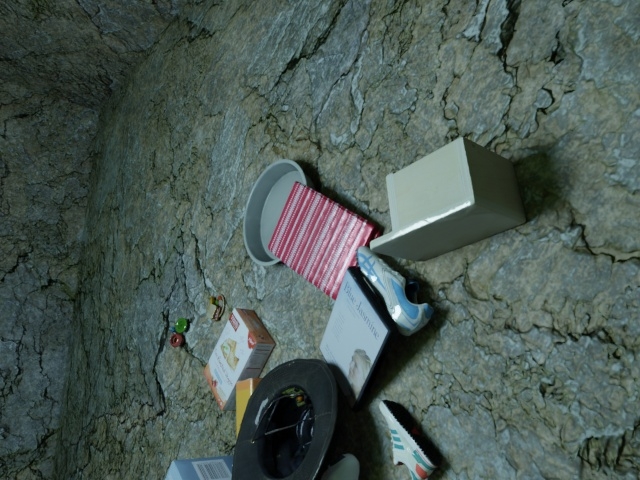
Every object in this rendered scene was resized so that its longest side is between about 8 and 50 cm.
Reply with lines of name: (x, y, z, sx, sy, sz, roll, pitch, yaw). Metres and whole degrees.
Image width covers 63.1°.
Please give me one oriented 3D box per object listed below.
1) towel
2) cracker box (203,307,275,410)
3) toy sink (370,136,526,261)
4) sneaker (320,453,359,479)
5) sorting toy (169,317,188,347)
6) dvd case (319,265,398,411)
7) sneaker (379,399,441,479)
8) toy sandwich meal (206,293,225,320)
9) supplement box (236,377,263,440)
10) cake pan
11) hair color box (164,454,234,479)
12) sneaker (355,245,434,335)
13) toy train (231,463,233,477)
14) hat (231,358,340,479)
towel: (0.000, 0.000, 1.221, 0.275, 0.031, 0.198, 34, 106, 36)
cracker box: (-0.226, 0.322, 1.421, 0.156, 0.067, 0.232, 45, 113, 47)
toy sink: (0.211, -0.065, 0.933, 0.234, 0.153, 0.131, -28, 59, 45)
sneaker: (0.063, 0.539, 0.980, 0.153, 0.094, 0.234, 20, 95, 50)
sorting toy: (-0.470, 0.310, 1.754, 0.061, 0.042, 0.101, 20, 83, 36)
dvd case: (0.069, 0.203, 1.067, 0.180, 0.022, 0.253, 57, 142, 43)
sneaker: (0.146, 0.369, 0.957, 0.075, 0.057, 0.161, -57, 45, 14)
toy sandwich meal: (-0.325, 0.205, 1.608, 0.086, 0.029, 0.085, -19, 65, 47)
supplement box: (-0.157, 0.462, 1.288, 0.078, 0.080, 0.233, -27, 58, 45)
cake pan: (-0.109, -0.072, 1.406, 0.293, 0.054, 0.293, -19, 65, 47)
hair color box: (-0.339, 0.745, 1.337, 0.114, 0.185, 0.374, 36, 108, 49)
sneaker: (0.143, 0.086, 1.039, 0.086, 0.085, 0.237, -38, 45, 6)
toy train: (-0.113, 0.533, 1.154, 0.184, 0.080, 0.105, 34, 74, 29)
hat: (-0.046, 0.422, 1.106, 0.331, 0.134, 0.331, -32, 35, 26)
